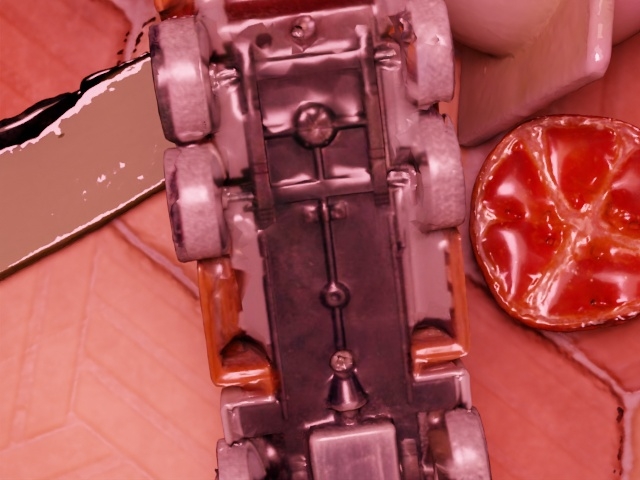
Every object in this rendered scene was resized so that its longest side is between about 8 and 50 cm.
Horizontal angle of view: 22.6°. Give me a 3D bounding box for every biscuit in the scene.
[{"bbox_3d":[-0.214,-0.031,1.110,0.322,0.038,0.099,-29,85,-7],"label":"biscuit"}]

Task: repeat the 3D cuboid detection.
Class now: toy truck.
[{"bbox_3d":[0.000,0.000,0.993,0.173,0.207,0.387,-7,106,-3],"label":"toy truck"}]

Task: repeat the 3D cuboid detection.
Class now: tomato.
[{"bbox_3d":[0.172,-0.011,1.098,0.156,0.069,0.155,0,84,-3],"label":"tomato"}]

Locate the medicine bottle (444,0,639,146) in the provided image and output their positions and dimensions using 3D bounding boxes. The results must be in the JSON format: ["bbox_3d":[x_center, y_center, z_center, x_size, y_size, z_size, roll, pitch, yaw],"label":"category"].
[{"bbox_3d":[0.149,-0.278,1.059,0.236,0.236,0.406,5,80,0],"label":"medicine bottle"}]
